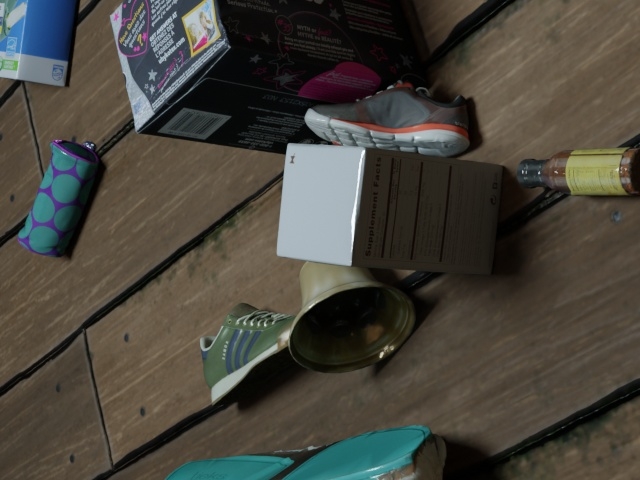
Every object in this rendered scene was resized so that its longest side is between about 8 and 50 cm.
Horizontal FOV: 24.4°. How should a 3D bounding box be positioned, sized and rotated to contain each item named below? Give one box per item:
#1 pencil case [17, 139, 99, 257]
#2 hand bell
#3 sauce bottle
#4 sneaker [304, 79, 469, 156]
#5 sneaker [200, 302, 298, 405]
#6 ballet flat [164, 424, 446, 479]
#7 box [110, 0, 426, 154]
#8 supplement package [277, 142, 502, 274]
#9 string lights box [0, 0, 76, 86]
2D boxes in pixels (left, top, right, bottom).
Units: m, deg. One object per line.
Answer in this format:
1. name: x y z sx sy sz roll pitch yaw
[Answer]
1. pencil case: -0.332 -0.054 1.870 0.070 0.064 0.152 36 113 27
2. hand bell: 0.000 0.000 1.479 0.126 0.126 0.242 -52 40 32
3. sauce bottle: 0.224 -0.058 1.259 0.128 0.042 0.042 4 90 50
4. sneaker: 0.065 -0.119 1.398 0.158 0.061 0.065 7 74 6
5. sneaker: -0.070 0.101 1.557 0.192 0.064 0.086 -39 64 43
6. ballet flat: -0.006 0.266 1.450 0.409 0.147 0.147 -16 75 50
7. box: -0.052 -0.184 1.425 0.163 0.247 0.142 -36 59 41
8. supplement package: 0.064 -0.027 1.332 0.105 0.179 0.105 8 93 49
9. string lights box: -0.379 -0.338 1.938 0.133 0.076 0.260 12 96 50
